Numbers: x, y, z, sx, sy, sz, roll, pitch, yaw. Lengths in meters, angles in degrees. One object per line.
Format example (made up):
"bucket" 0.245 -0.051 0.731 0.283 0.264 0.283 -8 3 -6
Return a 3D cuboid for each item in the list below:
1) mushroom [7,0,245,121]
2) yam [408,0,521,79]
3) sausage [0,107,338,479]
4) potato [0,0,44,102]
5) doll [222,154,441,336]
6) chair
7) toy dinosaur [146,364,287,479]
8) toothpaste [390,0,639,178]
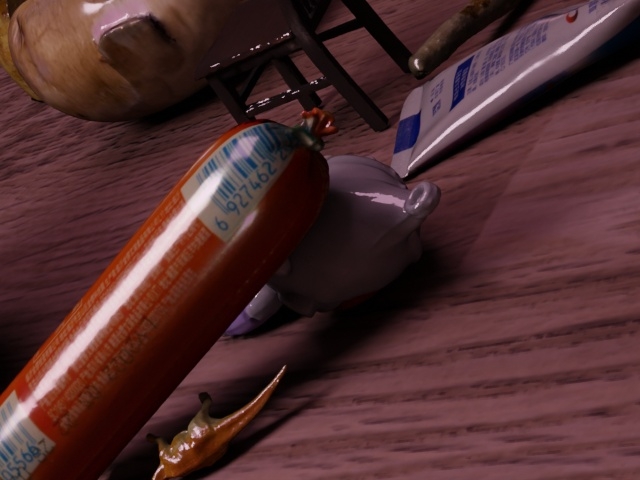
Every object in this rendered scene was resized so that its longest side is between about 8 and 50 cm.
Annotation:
"mushroom" -0.130 -0.197 1.522 0.255 0.184 0.255 -22 16 7
"yam" 0.130 -0.175 1.292 0.234 0.027 0.029 -46 18 -28
"sausage" -0.078 0.030 1.048 0.264 0.083 0.083 -49 19 18
"potato" -0.259 -0.182 1.772 0.066 0.103 0.096 -17 29 33
"doll" 0.000 0.000 1.101 0.227 0.075 0.102 -19 45 59
"chair" -0.040 -0.158 1.269 0.101 0.212 0.084 -19 29 35
"toy dinosaur" -0.058 0.099 1.050 0.113 0.026 0.041 -44 29 8
"toothpaste" 0.146 -0.122 1.157 0.266 0.061 0.096 -32 24 29
